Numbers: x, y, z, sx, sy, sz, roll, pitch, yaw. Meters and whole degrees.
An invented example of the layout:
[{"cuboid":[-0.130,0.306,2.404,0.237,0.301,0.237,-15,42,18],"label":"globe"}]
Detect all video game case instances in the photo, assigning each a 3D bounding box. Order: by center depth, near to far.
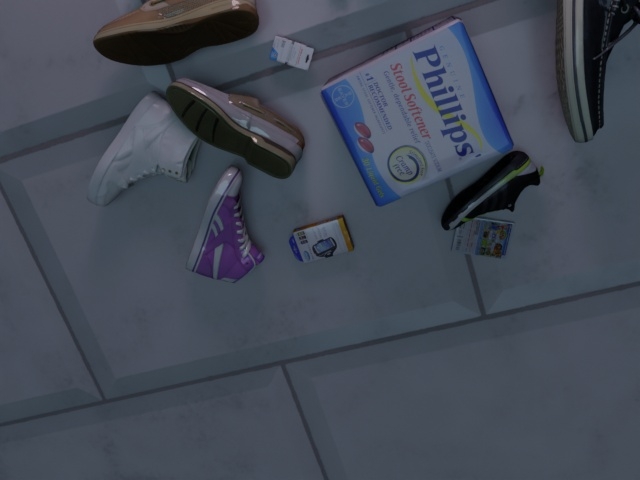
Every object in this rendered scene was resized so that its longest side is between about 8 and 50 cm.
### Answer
[{"cuboid":[0.354,-0.007,1.428,0.122,0.011,0.087,9,111,4],"label":"video game case"}]

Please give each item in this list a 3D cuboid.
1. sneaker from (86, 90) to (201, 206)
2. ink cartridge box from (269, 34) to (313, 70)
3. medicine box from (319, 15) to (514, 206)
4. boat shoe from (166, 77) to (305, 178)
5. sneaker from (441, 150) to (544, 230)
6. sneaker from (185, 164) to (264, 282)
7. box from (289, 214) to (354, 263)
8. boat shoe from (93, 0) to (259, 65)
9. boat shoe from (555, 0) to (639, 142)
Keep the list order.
[{"cuboid":[-0.374,-0.155,1.419,0.169,0.108,0.292,37,110,-4],"label":"sneaker"},{"cuboid":[-0.057,-0.382,1.332,0.083,0.028,0.048,19,112,1],"label":"ink cartridge box"},{"cuboid":[0.189,-0.252,1.284,0.289,0.149,0.264,-24,106,16],"label":"medicine box"},{"cuboid":[-0.172,-0.247,1.358,0.302,0.103,0.113,33,146,-10],"label":"boat shoe"},{"cuboid":[0.360,-0.083,1.358,0.234,0.084,0.097,-41,104,18],"label":"sneaker"},{"cuboid":[-0.185,-0.027,1.453,0.161,0.102,0.282,22,122,-4],"label":"sneaker"},{"cuboid":[0.000,0.000,1.470,0.136,0.028,0.081,-15,108,15],"label":"box"},{"cuboid":[-0.289,-0.441,1.309,0.341,0.122,0.110,-9,72,8],"label":"boat shoe"},{"cuboid":[0.503,-0.424,1.162,0.155,0.187,0.501,1,106,13],"label":"boat shoe"}]
